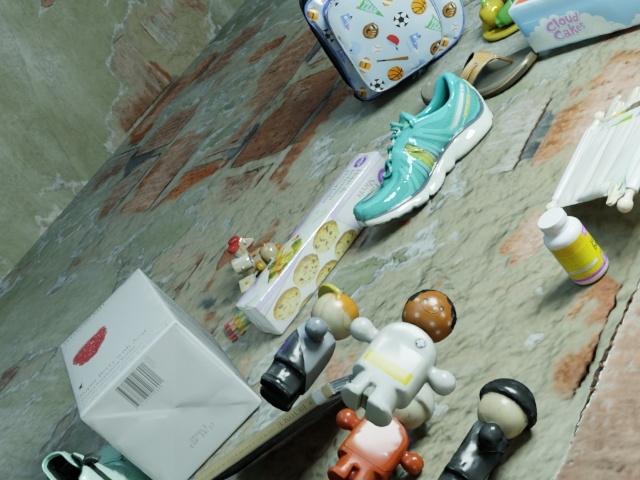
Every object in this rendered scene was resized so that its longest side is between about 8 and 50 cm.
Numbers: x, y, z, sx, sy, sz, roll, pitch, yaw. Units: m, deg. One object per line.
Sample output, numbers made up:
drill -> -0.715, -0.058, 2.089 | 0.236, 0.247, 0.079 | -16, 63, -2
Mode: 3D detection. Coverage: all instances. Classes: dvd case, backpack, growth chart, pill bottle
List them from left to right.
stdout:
dvd case -> -0.048, 0.220, 1.113 | 0.221, 0.018, 0.164 | -38, -12, 14
backpack -> 0.124, -0.414, 1.779 | 0.263, 0.276, 0.213 | -35, 28, 2
pill bottle -> 0.262, 0.005, 1.018 | 0.043, 0.083, 0.043 | -35, 24, 18
growth chart -> 0.323, -0.100, 1.075 | 0.172, 0.021, 0.237 | -58, 6, -5

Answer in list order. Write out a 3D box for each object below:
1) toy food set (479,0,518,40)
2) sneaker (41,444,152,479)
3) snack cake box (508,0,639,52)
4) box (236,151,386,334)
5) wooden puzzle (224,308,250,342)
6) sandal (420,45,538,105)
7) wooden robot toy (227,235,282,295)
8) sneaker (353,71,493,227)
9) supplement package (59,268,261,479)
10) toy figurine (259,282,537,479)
toy food set -> 0.353, -0.431, 1.657 | 0.218, 0.071, 0.128 | -30, 26, 28
sneaker -> -0.301, 0.308, 1.310 | 0.094, 0.151, 0.256 | -46, 22, -4
snack cake box -> 0.424, -0.375, 1.407 | 0.264, 0.089, 0.152 | -7, 41, 51
box -> 0.000, 0.000, 1.476 | 0.324, 0.067, 0.063 | -51, 25, -22
wooden puzzle -> -0.129, 0.129, 1.532 | 0.049, 0.006, 0.083 | -43, 23, 0
sandal -> 0.244, -0.271, 1.558 | 0.219, 0.060, 0.090 | -6, 42, 46
wooden robot toy -> -0.102, 0.024, 1.601 | 0.079, 0.076, 0.173 | -27, 26, 9
sneaker -> 0.134, -0.132, 1.435 | 0.275, 0.110, 0.107 | -50, 24, -15
supplement package -> -0.238, 0.188, 1.386 | 0.177, 0.175, 0.293 | -46, 23, -6
toy figurine -> 0.073, 0.143, 0.922 | 0.213, 0.209, 0.148 | -8, 35, 53
